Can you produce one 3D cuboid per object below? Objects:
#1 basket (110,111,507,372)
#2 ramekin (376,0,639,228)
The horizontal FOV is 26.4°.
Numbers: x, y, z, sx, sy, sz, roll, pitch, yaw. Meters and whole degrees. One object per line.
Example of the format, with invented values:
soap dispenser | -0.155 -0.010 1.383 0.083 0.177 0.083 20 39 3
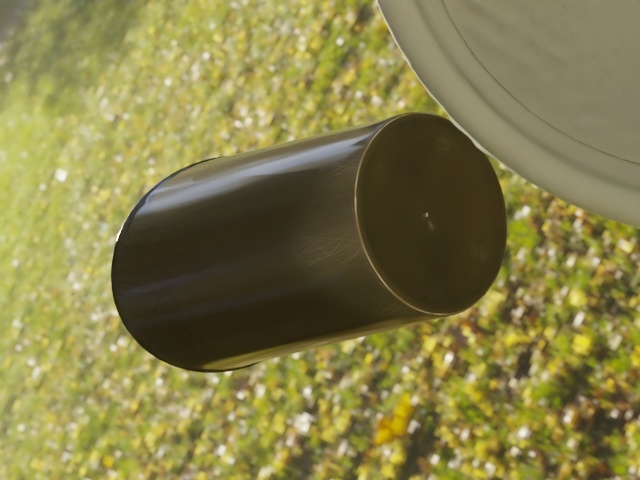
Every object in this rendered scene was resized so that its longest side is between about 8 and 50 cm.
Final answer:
basket | 0.000 0.000 0.915 0.204 0.154 0.227 -24 6 -38
ramekin | 0.149 -0.136 0.551 0.277 0.277 0.135 -64 -2 -1
